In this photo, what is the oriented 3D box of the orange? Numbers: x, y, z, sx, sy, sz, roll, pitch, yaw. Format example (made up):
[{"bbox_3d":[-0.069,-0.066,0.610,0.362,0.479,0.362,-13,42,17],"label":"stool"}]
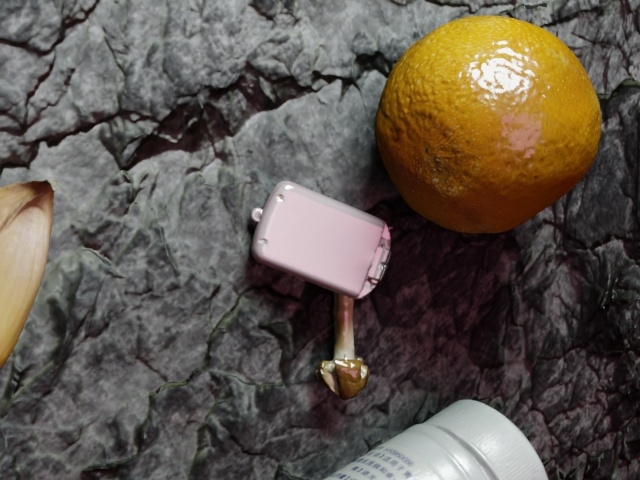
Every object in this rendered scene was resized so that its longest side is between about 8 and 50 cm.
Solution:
[{"bbox_3d":[0.191,-0.129,1.379,0.264,0.264,0.264,-9,107,-32],"label":"orange"}]

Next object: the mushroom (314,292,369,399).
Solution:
[{"bbox_3d":[0.024,0.096,1.440,0.061,0.060,0.187,-4,96,-18],"label":"mushroom"}]

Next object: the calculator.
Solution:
[{"bbox_3d":[0.000,0.000,1.384,0.175,0.032,0.100,22,85,-17],"label":"calculator"}]

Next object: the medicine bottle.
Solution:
[{"bbox_3d":[0.098,0.342,1.464,0.332,0.190,0.190,-26,115,-26],"label":"medicine bottle"}]

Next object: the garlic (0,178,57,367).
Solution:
[{"bbox_3d":[-0.325,0.029,1.155,0.115,0.128,0.206,21,82,6],"label":"garlic"}]
